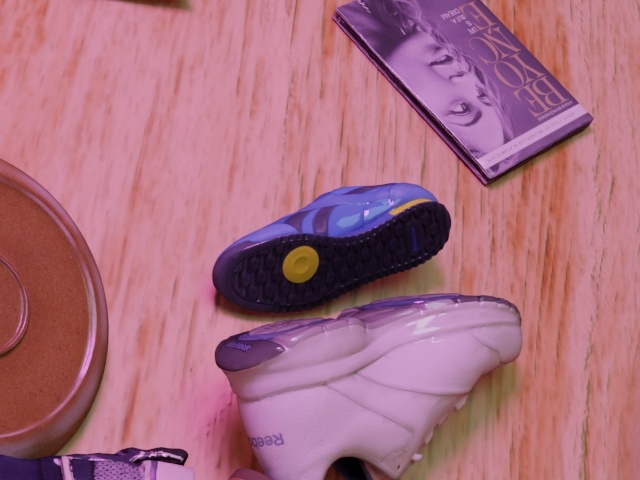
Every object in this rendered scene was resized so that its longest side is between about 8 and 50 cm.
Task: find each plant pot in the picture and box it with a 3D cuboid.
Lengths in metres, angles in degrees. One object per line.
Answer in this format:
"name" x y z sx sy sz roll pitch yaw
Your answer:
"plant pot" -0.231 0.043 0.935 0.236 0.032 0.236 17 64 -39

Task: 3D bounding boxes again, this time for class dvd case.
"dvd case" 0.137 -0.164 1.349 0.164 0.018 0.221 -28 71 -39

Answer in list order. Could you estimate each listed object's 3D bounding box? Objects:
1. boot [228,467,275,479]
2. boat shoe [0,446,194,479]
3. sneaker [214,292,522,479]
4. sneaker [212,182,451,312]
"boot" 0.018 0.279 0.904 0.115 0.112 0.305 -36 71 -19
"boat shoe" -0.157 0.270 0.818 0.158 0.127 0.340 7 45 -13
"sneaker" 0.046 0.109 1.053 0.297 0.111 0.129 -10 91 -43
"sneaker" 0.000 0.000 1.136 0.209 0.069 0.082 -17 31 -25
